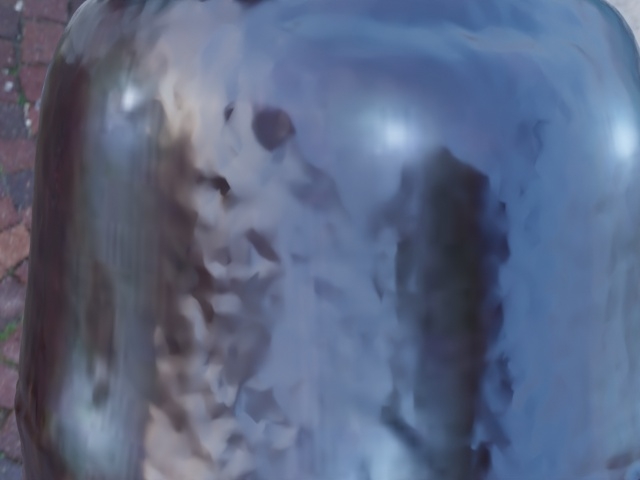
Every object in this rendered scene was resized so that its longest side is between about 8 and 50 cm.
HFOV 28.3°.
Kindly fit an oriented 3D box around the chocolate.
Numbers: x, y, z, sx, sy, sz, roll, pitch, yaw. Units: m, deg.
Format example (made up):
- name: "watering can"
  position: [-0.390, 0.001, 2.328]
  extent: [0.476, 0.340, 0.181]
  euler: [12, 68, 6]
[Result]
- name: "chocolate"
  position: [0.000, 0.000, 0.650]
  extent: [0.384, 0.384, 0.331]
  euler: [-18, 111, -26]
